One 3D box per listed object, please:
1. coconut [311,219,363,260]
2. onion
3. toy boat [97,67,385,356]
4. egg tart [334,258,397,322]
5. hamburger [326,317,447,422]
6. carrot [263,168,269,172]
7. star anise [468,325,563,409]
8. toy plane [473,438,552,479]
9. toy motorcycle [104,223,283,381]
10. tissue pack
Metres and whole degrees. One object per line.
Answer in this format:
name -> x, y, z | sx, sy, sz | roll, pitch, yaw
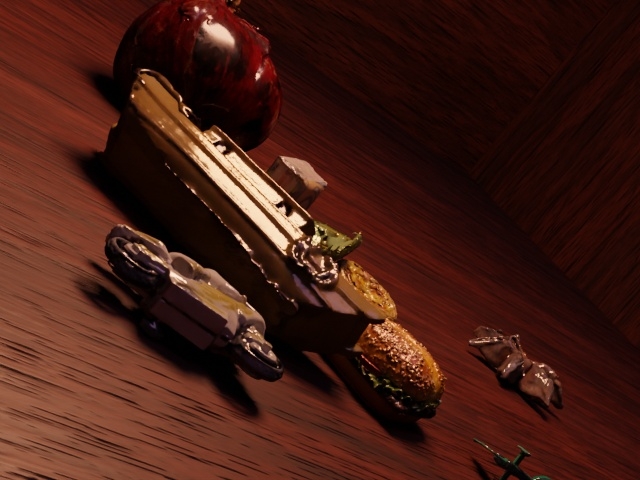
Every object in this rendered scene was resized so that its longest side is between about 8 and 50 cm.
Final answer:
coconut -> -0.003, 0.004, 1.827 | 0.133, 0.055, 0.158 | 10, 12, 16
onion -> -0.178, -0.256, 1.939 | 0.281, 0.221, 0.281 | 11, 65, -24
toy boat -> -0.102, -0.025, 1.543 | 0.445, 0.136, 0.162 | 45, 37, 16
egg tart -> 0.057, 0.084, 1.833 | 0.129, 0.049, 0.129 | 40, 17, -15
hamburger -> 0.087, 0.154, 1.574 | 0.166, 0.087, 0.137 | 46, 13, 28
carrot -> -0.084, -0.054, 1.892 | 0.059, 0.059, 0.248 | 37, 16, -11
star anise -> 0.339, 0.214, 2.168 | 0.172, 0.063, 0.208 | 22, 21, -50
toy plane -> 0.298, 0.333, 1.636 | 0.235, 0.060, 0.096 | 39, 4, -18
toy motorcycle -> -0.130, 0.063, 1.297 | 0.229, 0.074, 0.151 | 36, 10, -8
tissue pack -> -0.065, -0.039, 1.668 | 0.060, 0.148, 0.108 | 42, 12, 14
